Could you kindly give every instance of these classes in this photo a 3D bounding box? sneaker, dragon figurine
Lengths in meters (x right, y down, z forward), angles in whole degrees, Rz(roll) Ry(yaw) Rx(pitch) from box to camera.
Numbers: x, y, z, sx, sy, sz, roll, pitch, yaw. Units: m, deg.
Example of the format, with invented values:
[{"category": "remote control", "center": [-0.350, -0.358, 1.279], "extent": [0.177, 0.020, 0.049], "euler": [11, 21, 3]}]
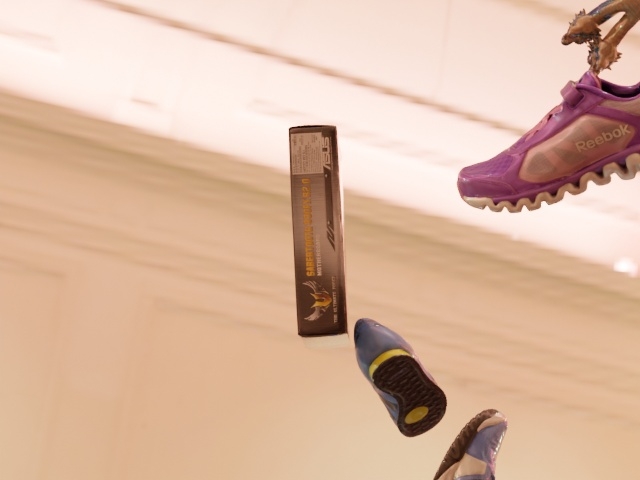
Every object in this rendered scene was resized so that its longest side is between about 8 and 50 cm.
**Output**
[{"category": "sneaker", "center": [0.146, 0.268, 1.723], "extent": [0.081, 0.211, 0.080], "euler": [22, -21, 14]}, {"category": "sneaker", "center": [0.090, 0.156, 1.999], "extent": [0.069, 0.082, 0.209], "euler": [-33, -37, -1]}, {"category": "sneaker", "center": [0.232, -0.098, 1.559], "extent": [0.236, 0.104, 0.095], "euler": [-17, 17, 13]}, {"category": "dragon figurine", "center": [0.397, -0.319, 2.034], "extent": [0.085, 0.289, 0.144], "euler": [42, -20, -8]}]

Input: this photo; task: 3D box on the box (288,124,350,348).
[{"category": "box", "center": [0.000, 0.000, 1.921], "extent": [0.056, 0.231, 0.183], "euler": [-3, -7, 1]}]
